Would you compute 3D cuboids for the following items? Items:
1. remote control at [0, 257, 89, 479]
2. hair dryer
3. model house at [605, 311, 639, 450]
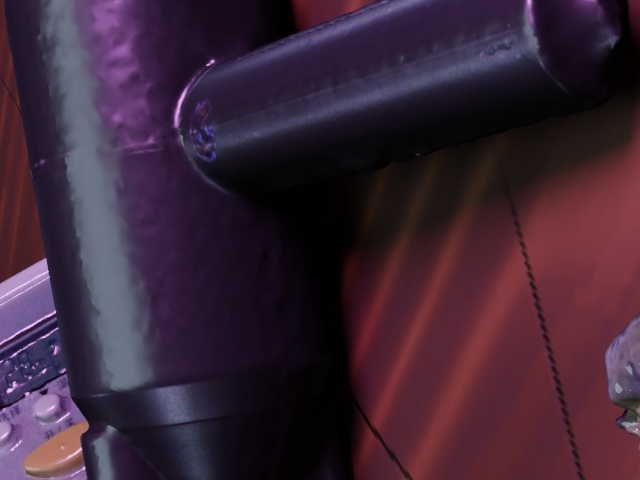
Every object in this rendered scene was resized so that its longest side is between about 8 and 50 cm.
[{"bbox_3d":[-0.107,0.130,0.725,0.296,0.140,0.056,58,178,39],"label":"remote control"},{"bbox_3d":[0.000,0.000,0.544,0.302,0.116,0.244,-13,88,54],"label":"hair dryer"},{"bbox_3d":[0.102,0.050,0.392,0.079,0.066,0.083,-38,62,56],"label":"model house"}]
